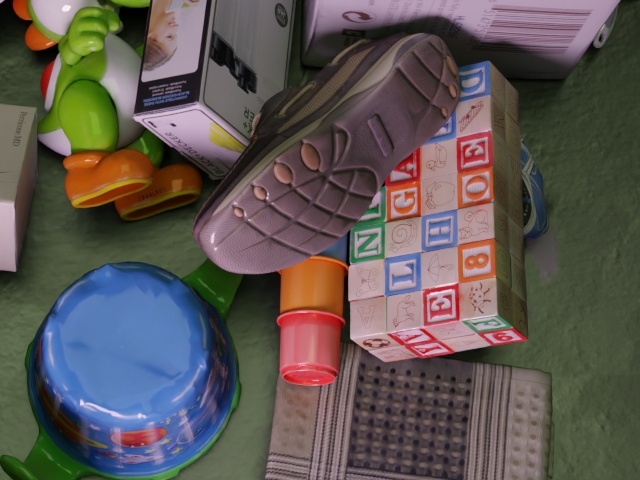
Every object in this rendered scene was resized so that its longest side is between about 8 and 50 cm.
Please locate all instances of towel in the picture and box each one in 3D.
[{"bbox_3d":[0.094,0.263,1.874,0.312,0.056,0.324,8,59,0],"label":"towel"}]

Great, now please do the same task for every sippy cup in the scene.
[{"bbox_3d":[-0.197,0.124,1.828,0.240,0.224,0.305,6,75,-3],"label":"sippy cup"}]

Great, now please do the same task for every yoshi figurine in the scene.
[{"bbox_3d":[-0.215,-0.219,1.941,0.203,0.203,0.362,-9,74,-23],"label":"yoshi figurine"}]

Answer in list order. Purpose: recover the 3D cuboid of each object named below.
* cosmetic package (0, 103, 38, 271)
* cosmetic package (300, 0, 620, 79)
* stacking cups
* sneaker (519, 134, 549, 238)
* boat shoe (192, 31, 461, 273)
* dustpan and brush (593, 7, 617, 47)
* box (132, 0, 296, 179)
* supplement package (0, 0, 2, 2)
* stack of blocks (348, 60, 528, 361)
[{"bbox_3d":[-0.469,-0.072,1.885,0.310,0.113,0.160,5,46,-3],"label":"cosmetic package"},{"bbox_3d":[0.151,-0.418,1.936,0.328,0.329,0.393,3,75,-4],"label":"cosmetic package"},{"bbox_3d":[0.000,0.000,1.923,0.096,0.096,0.316,1,69,-4],"label":"stacking cups"},{"bbox_3d":[0.201,-0.088,1.995,0.080,0.081,0.211,-29,60,26],"label":"sneaker"},{"bbox_3d":[-0.005,-0.093,1.848,0.355,0.130,0.132,-40,124,-24],"label":"boat shoe"},{"bbox_3d":[0.351,-0.327,2.054,0.147,0.060,0.211,22,93,-29],"label":"dustpan and brush"},{"bbox_3d":[-0.108,-0.232,1.926,0.087,0.169,0.289,-7,63,28],"label":"box"},{"bbox_3d":[-0.407,-0.424,1.911,0.177,0.175,0.293,-35,62,20],"label":"supplement package"},{"bbox_3d":[0.126,-0.030,1.906,0.171,0.087,0.297,-11,64,26],"label":"stack of blocks"}]
